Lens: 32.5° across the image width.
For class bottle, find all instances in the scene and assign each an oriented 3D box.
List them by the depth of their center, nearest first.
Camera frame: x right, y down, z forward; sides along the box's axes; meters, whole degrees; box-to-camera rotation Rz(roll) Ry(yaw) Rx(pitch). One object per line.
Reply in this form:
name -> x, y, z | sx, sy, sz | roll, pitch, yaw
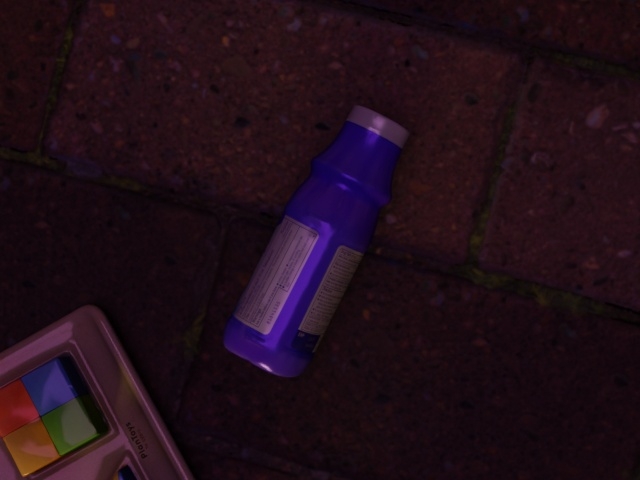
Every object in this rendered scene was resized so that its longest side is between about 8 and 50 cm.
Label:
bottle -> 0.000, 0.000, 1.131 | 0.092, 0.118, 0.283 | 27, 92, 13

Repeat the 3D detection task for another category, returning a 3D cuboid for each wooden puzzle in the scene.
wooden puzzle -> -0.315, 0.285, 1.175 | 0.347, 0.080, 0.322 | -30, 86, 4
